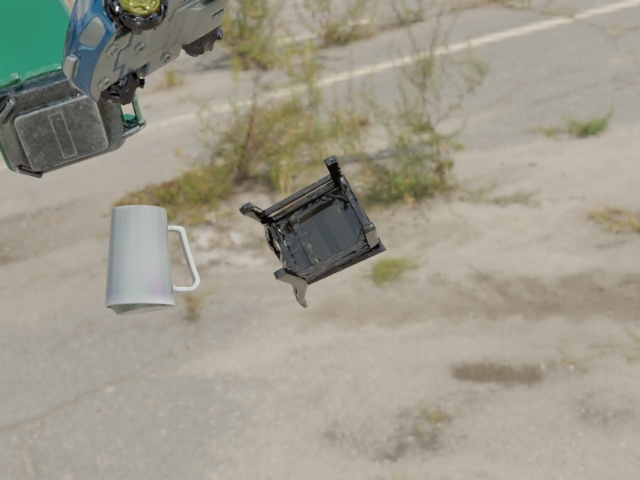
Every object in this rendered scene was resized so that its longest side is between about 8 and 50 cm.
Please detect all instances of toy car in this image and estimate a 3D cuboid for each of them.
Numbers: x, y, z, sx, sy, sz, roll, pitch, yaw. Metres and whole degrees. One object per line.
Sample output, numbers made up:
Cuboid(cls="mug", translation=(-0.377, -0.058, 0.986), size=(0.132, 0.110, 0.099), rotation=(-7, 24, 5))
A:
Cuboid(cls="toy car", translation=(-0.238, -0.319, 1.402), size=(0.166, 0.198, 0.314), rotation=(44, 56, 9))

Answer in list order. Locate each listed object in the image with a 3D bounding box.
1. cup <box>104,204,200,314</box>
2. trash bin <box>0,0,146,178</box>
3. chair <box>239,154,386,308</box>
Cuboid(cls="cup", translation=(-0.185, 0.023, 1.153), size=(0.104, 0.116, 0.074), rotation=(2, -10, -18))
Cuboid(cls="trash bin", translation=(-0.557, -0.355, 2.142), size=(0.295, 0.259, 0.381), rotation=(-20, 57, -11))
Cuboid(cls="chair", translation=(0.000, 0.000, 0.994), size=(0.101, 0.084, 0.212), rotation=(-28, -13, 1))
